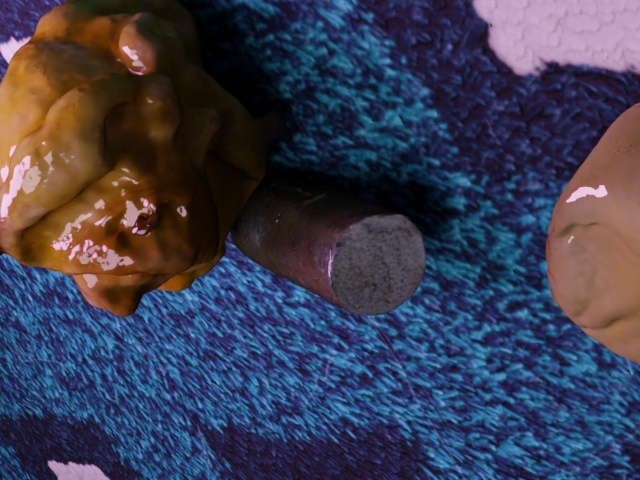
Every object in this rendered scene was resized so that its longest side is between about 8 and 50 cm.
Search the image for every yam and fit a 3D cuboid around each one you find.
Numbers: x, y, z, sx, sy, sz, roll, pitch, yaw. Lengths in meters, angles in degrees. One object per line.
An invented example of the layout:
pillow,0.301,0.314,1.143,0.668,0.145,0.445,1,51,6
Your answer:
yam,0.000,0.000,1.216,0.106,0.106,0.259,61,165,-22

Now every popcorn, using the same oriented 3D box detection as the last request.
popcorn,-0.165,-0.071,1.196,0.316,0.281,0.297,-104,-1,-51

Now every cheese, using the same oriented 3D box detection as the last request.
cheese,0.271,0.012,0.926,0.214,0.117,0.226,27,148,21
